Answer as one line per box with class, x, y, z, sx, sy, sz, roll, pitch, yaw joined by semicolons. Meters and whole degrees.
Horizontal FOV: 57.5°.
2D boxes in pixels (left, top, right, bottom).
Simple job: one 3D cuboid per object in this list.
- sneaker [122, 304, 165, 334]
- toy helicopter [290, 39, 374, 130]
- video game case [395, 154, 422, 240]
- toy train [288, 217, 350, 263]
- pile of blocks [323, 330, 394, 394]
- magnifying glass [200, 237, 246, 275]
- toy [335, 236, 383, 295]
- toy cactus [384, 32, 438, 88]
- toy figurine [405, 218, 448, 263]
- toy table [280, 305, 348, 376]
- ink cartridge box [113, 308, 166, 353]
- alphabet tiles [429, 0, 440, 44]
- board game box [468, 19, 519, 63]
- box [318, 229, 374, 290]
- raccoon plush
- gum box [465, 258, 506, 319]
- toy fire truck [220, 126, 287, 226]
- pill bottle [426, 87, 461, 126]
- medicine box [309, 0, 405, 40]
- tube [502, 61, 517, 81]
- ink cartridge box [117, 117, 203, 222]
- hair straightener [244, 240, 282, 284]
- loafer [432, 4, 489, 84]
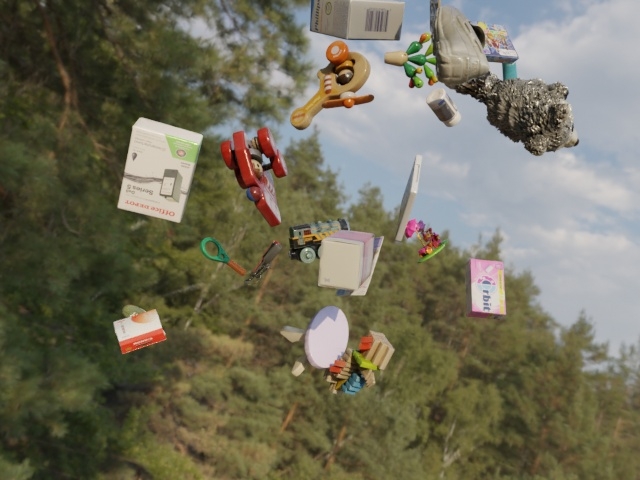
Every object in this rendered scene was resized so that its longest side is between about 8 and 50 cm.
sneaker;-0.653;0.298;2.136;0.192;0.064;0.086;38;-9;7
toy helicopter;0.038;-0.521;2.101;0.140;0.355;0.235;24;28;-57
video game case;0.267;-0.129;1.770;0.023;0.183;0.201;13;-45;3
toy train;0.000;0.000;2.833;0.334;0.190;0.142;-10;5;-14
pile of blocks;0.110;0.455;2.066;0.113;0.149;0.362;19;-50;-24
magnifying glass;-0.401;0.072;2.410;0.231;0.092;0.026;39;-47;-25
toy;0.127;0.080;2.046;0.137;0.237;0.056;-8;-42;45
toy cactus;0.298;-0.578;1.870;0.181;0.218;0.112;8;-12;13
toy figurine;0.408;-0.020;2.316;0.159;0.173;0.130;55;-34;0
toy table;-0.014;0.393;2.244;0.252;0.274;0.161;50;-49;-7
ink cartridge box;-0.595;0.295;1.915;0.146;0.045;0.179;-17;20;-20
alphabet tiles;0.415;-0.849;2.124;0.011;0.285;0.342;-2;20;6
board game box;0.573;-0.664;1.959;0.201;0.136;0.035;-9;-16;-38
box;0.087;0.057;1.854;0.127;0.148;0.232;7;11;14
raccoon plush;0.562;-0.385;1.775;0.447;0.216;0.299;15;24;17
gum box;0.523;0.150;1.858;0.107;0.188;0.062;6;-25;-3
toy fire truck;-0.208;-0.212;1.944;0.170;0.253;0.302;-17;-29;6
pill bottle;0.450;-0.480;2.122;0.078;0.078;0.137;11;-24;50
medicine box;0.141;-0.891;2.328;0.264;0.149;0.289;-11;28;-30
tube;0.769;-0.680;2.369;0.052;0.080;0.207;60;-6;48
ink cartridge box;-0.495;-0.213;1.804;0.199;0.272;0.114;14;24;-12
hair straightener;-0.249;0.105;2.543;0.047;0.230;0.089;43;-1;-27
loafer;0.311;-0.442;1.307;0.112;0.319;0.112;1;-46;6
